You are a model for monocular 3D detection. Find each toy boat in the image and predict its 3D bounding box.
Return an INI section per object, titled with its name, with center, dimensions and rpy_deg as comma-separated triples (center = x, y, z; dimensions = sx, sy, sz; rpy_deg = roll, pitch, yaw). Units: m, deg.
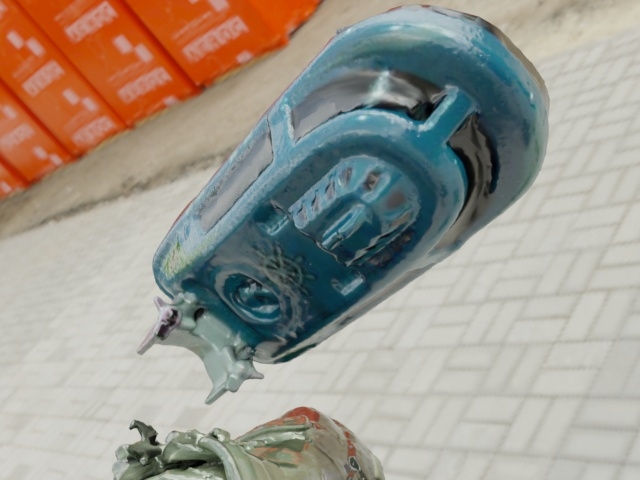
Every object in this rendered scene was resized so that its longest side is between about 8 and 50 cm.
[toy boat]
center = 0.000, 0.000, 0.537
dimensions = 0.299, 0.134, 0.092
rpy_deg = -42, 15, 46

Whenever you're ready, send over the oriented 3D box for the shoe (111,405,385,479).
[shoe]
center = -0.051, 0.144, 0.561
dimensions = 0.109, 0.149, 0.293
rpy_deg = -42, 10, 12
